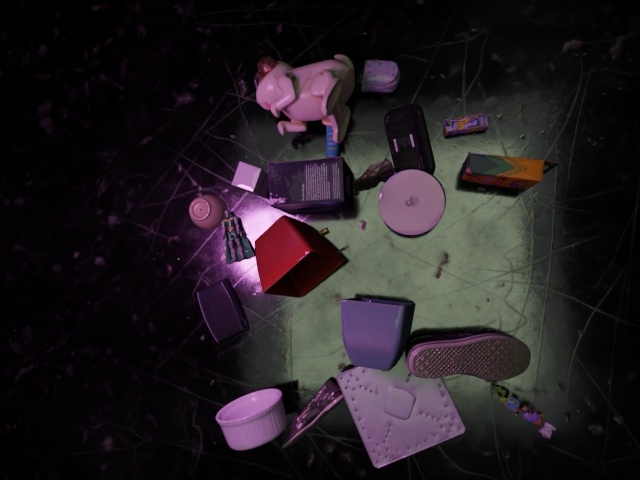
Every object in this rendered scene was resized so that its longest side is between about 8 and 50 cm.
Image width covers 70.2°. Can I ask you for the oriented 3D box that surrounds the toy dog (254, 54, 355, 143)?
[{"bbox_3d":[-0.087,-0.631,1.876,0.407,0.284,0.396,14,83,19],"label":"toy dog"}]

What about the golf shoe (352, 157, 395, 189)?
[{"bbox_3d":[0.219,-0.278,1.920,0.186,0.067,0.086,-25,53,10],"label":"golf shoe"}]

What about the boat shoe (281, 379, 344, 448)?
[{"bbox_3d":[-0.045,0.717,1.883,0.335,0.112,0.095,-41,62,0],"label":"boat shoe"}]

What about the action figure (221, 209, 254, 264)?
[{"bbox_3d":[-0.388,-0.024,2.015,0.137,0.063,0.232,-17,82,7],"label":"action figure"}]

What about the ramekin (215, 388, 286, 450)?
[{"bbox_3d":[-0.269,0.723,1.840,0.277,0.277,0.135,-18,92,9],"label":"ramekin"}]

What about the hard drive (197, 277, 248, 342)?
[{"bbox_3d":[-0.438,0.311,2.004,0.171,0.054,0.255,-26,82,8],"label":"hard drive"}]

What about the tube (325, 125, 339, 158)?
[{"bbox_3d":[0.056,-0.454,1.968,0.080,0.052,0.207,3,81,4],"label":"tube"}]

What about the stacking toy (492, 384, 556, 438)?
[{"bbox_3d":[0.750,0.634,1.698,0.221,0.167,0.052,33,93,10],"label":"stacking toy"}]

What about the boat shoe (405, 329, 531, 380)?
[{"bbox_3d":[0.558,0.434,1.744,0.499,0.156,0.187,0,97,-8],"label":"boat shoe"}]

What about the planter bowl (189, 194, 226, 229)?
[{"bbox_3d":[-0.515,-0.131,2.021,0.162,0.109,0.162,-1,86,12],"label":"planter bowl"}]

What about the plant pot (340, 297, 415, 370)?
[{"bbox_3d":[0.219,0.360,1.757,0.247,0.247,0.253,3,85,21],"label":"plant pot"}]

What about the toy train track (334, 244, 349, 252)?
[{"bbox_3d":[0.084,0.044,1.944,0.083,0.014,0.048,-28,74,2],"label":"toy train track"}]

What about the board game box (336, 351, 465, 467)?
[{"bbox_3d":[0.316,0.648,1.828,0.389,0.050,0.390,-25,82,5],"label":"board game box"}]

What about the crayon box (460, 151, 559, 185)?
[{"bbox_3d":[0.714,-0.262,1.746,0.318,0.202,0.081,8,88,12],"label":"crayon box"}]

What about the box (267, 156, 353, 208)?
[{"bbox_3d":[-0.029,-0.210,1.839,0.293,0.296,0.183,-2,86,12],"label":"box"}]

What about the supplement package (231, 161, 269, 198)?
[{"bbox_3d":[-0.288,-0.256,1.949,0.105,0.179,0.105,20,91,12],"label":"supplement package"}]

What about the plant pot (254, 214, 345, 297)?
[{"bbox_3d":[-0.112,0.052,1.849,0.267,0.267,0.236,-41,62,18],"label":"plant pot"}]

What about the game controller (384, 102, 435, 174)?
[{"bbox_3d":[0.371,-0.409,1.903,0.166,0.067,0.319,-14,83,24],"label":"game controller"}]

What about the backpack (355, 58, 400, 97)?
[{"bbox_3d":[0.242,-0.684,1.910,0.181,0.115,0.152,8,85,9],"label":"backpack"}]

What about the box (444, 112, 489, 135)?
[{"bbox_3d":[0.594,-0.473,1.855,0.168,0.059,0.054,-6,84,10],"label":"box"}]

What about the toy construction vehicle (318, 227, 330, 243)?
[{"bbox_3d":[0.000,0.000,1.950,0.098,0.035,0.086,-25,82,8],"label":"toy construction vehicle"}]

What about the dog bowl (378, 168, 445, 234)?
[{"bbox_3d":[0.368,-0.156,1.827,0.264,0.104,0.265,2,99,14],"label":"dog bowl"}]
